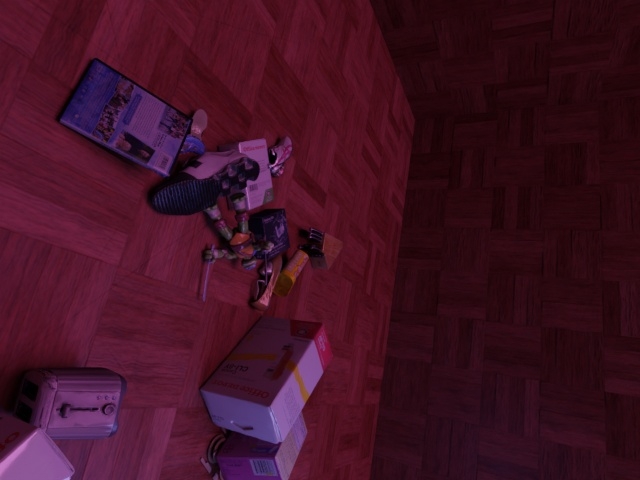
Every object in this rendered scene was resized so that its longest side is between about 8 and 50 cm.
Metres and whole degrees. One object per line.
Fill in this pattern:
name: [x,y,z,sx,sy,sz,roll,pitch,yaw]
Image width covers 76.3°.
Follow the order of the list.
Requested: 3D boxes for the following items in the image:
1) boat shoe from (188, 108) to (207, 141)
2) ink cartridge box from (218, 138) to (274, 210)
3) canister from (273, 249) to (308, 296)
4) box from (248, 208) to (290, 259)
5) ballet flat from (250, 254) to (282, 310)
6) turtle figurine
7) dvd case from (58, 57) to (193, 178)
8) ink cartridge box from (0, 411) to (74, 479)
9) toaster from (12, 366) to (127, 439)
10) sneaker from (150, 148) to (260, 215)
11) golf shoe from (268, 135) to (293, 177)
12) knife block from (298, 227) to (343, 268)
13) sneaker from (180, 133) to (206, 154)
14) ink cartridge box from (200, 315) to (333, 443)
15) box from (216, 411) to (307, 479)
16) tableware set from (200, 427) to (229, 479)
boat shoe: [-0.369,-0.324,1.202,0.048,0.042,0.133,19,74,-41]
ink cartridge box: [-0.247,-0.226,1.386,0.160,0.092,0.220,-33,120,-59]
canister: [-0.119,0.129,1.643,0.126,0.073,0.170,-62,177,40]
box: [-0.196,-0.026,1.502,0.156,0.093,0.159,-32,119,-58]
ballet flat: [-0.203,0.146,1.524,0.073,0.080,0.233,33,59,-38]
turtle figurine: [-0.260,0.007,1.268,0.275,0.197,0.267,-54,134,-53]
dvd case: [-0.445,-0.284,0.965,0.252,0.022,0.181,29,63,-33]
ink cartridge box: [-0.558,0.364,0.608,0.201,0.277,0.117,-51,135,-51]
toaster: [-0.504,0.318,0.815,0.146,0.226,0.129,22,70,-43]
sneaker: [-0.351,-0.181,1.187,0.330,0.146,0.123,-29,146,-35]
golf shoe: [-0.160,-0.339,1.580,0.086,0.067,0.186,51,48,-50]
knife block: [0.000,0.000,1.894,0.276,0.088,0.242,-53,138,-48]
sneaker: [-0.409,-0.249,1.086,0.221,0.083,0.087,-1,104,-48]
ink cartridge box: [-0.167,0.445,1.381,0.385,0.278,0.161,-49,133,-51]
box: [-0.188,0.683,1.373,0.243,0.213,0.118,-45,124,-67]
tableware set: [-0.318,0.734,1.368,0.128,0.039,0.194,-55,138,-47]
